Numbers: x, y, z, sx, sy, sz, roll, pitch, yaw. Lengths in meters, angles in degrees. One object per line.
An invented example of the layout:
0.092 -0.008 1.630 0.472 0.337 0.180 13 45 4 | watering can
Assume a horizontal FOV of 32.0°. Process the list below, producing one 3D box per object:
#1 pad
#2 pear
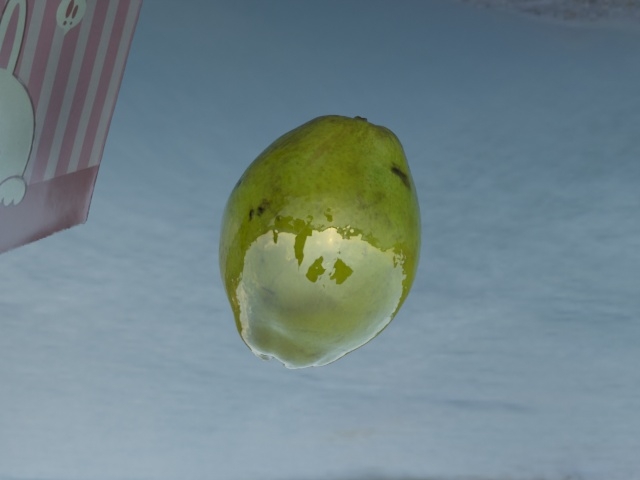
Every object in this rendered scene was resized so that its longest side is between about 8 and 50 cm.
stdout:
-0.203 -0.063 0.649 0.005 0.202 0.299 27 -157 17 | pad
0.000 0.000 1.149 0.212 0.269 0.212 18 -177 -1 | pear
